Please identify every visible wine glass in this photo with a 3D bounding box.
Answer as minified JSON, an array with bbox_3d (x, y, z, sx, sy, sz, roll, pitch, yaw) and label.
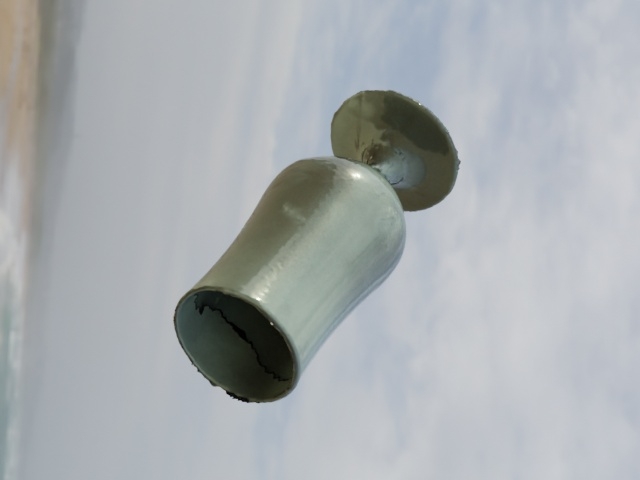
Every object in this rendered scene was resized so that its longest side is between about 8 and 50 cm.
[{"bbox_3d":[0.000,0.000,0.835,0.231,0.103,0.103,-50,165,-42],"label":"wine glass"}]
